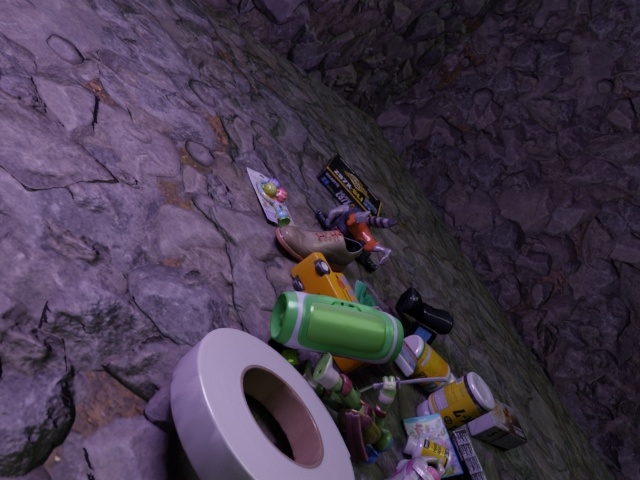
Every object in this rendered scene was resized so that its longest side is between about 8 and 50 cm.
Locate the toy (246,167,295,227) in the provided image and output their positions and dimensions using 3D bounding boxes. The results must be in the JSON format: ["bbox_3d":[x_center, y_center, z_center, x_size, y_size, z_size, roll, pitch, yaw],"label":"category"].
[{"bbox_3d":[-0.147,-0.148,1.523,0.136,0.056,0.237,23,37,-49],"label":"toy"}]

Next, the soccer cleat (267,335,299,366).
[{"bbox_3d":[-0.085,0.226,1.110,0.072,0.060,0.179,29,31,-20],"label":"soccer cleat"}]

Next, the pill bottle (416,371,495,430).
[{"bbox_3d":[0.398,0.491,1.391,0.119,0.208,0.119,39,26,-24],"label":"pill bottle"}]

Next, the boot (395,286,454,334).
[{"bbox_3d":[0.386,0.257,1.678,0.207,0.094,0.246,27,-9,6],"label":"boot"}]

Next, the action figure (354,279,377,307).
[{"bbox_3d":[0.130,0.230,1.469,0.137,0.063,0.232,50,20,-7],"label":"action figure"}]

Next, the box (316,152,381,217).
[{"bbox_3d":[0.136,-0.225,2.102,0.322,0.079,0.257,47,26,-9],"label":"box"}]

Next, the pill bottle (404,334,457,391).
[{"bbox_3d":[0.346,0.415,1.521,0.208,0.117,0.118,45,25,-15],"label":"pill bottle"}]

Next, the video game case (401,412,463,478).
[{"bbox_3d":[0.305,0.565,1.281,0.119,0.015,0.166,-4,48,-15],"label":"video game case"}]

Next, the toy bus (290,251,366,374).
[{"bbox_3d":[0.046,0.197,1.310,0.130,0.108,0.333,9,47,-57],"label":"toy bus"}]

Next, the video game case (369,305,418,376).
[{"bbox_3d":[0.198,0.272,1.315,0.204,0.025,0.285,52,7,15],"label":"video game case"}]

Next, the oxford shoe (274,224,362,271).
[{"bbox_3d":[0.000,0.000,1.479,0.348,0.130,0.123,18,40,-51],"label":"oxford shoe"}]

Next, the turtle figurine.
[{"bbox_3d":[0.090,0.342,1.091,0.266,0.275,0.198,40,-8,-15],"label":"turtle figurine"}]

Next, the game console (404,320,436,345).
[{"bbox_3d":[0.360,0.373,1.651,0.144,0.124,0.085,34,3,-34],"label":"game console"}]

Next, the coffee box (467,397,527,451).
[{"bbox_3d":[0.626,0.655,1.694,0.246,0.098,0.141,35,29,-32],"label":"coffee box"}]

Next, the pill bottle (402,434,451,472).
[{"bbox_3d":[0.278,0.558,1.225,0.116,0.065,0.065,22,23,9],"label":"pill bottle"}]

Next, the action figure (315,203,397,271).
[{"bbox_3d":[0.162,-0.026,1.710,0.341,0.178,0.330,44,-2,-26],"label":"action figure"}]

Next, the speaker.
[{"bbox_3d":[0.039,0.203,1.080,0.296,0.131,0.131,16,37,-21],"label":"speaker"}]

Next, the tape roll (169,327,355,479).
[{"bbox_3d":[-0.089,0.325,0.820,0.392,0.072,0.392,46,8,-9],"label":"tape roll"}]

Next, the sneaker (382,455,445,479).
[{"bbox_3d":[0.217,0.569,1.086,0.103,0.111,0.252,56,25,11],"label":"sneaker"}]

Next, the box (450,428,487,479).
[{"bbox_3d":[0.405,0.641,1.277,0.184,0.045,0.191,79,-4,-50],"label":"box"}]
